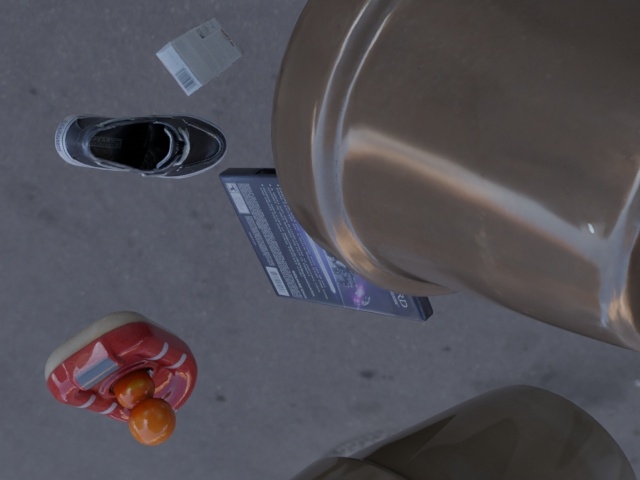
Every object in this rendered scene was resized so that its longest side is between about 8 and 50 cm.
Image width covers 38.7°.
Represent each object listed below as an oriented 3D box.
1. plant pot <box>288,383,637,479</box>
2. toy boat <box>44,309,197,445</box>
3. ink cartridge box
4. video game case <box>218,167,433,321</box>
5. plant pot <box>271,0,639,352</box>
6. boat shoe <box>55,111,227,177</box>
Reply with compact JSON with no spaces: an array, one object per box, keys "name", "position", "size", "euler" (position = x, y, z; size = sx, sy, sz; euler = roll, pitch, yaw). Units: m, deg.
[{"name":"plant pot","position":[0.143,0.285,0.850],"size":[0.323,0.280,0.323],"euler":[32,140,31]},{"name":"toy boat","position":[-0.235,0.194,1.168],"size":[0.151,0.151,0.231],"euler":[-34,157,3]},{"name":"ink cartridge box","position":[-0.142,-0.223,1.094],"size":[0.029,0.115,0.063],"euler":[-30,103,34]},{"name":"video game case","position":[0.000,0.000,1.114],"size":[0.274,0.026,0.196],"euler":[5,126,48]},{"name":"plant pot","position":[0.139,-0.054,0.527],"size":[0.263,0.229,0.263],"euler":[-17,123,-28]},{"name":"boat shoe","position":[-0.248,-0.147,1.395],"size":[0.102,0.108,0.301],"euler":[14,-171,43]}]
